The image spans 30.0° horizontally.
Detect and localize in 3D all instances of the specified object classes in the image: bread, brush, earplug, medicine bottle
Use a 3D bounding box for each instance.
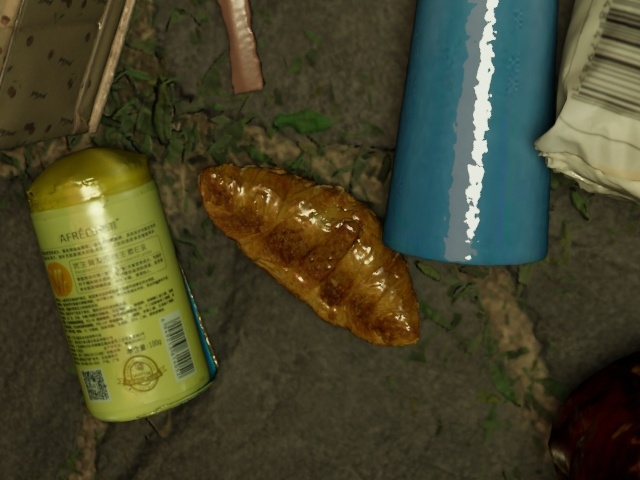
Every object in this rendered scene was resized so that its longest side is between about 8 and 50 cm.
[{"bbox_3d":[0.000,0.000,1.023,0.233,0.076,0.105,36,123,-1],"label":"bread"},{"bbox_3d":[-0.088,-0.269,0.994,0.084,0.071,0.301,-4,107,15],"label":"brush"},{"bbox_3d":[0.125,-0.126,0.930,0.132,0.132,0.273,8,102,16],"label":"earplug"},{"bbox_3d":[-0.182,0.034,1.069,0.124,0.124,0.239,-12,99,20],"label":"medicine bottle"}]

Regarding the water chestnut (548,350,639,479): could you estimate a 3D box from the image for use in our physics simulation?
[{"bbox_3d":[0.304,0.208,0.892,0.289,0.289,0.244,39,144,5],"label":"water chestnut"}]

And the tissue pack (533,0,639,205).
[{"bbox_3d":[0.335,-0.172,0.783,0.390,0.195,0.375,27,107,37],"label":"tissue pack"}]

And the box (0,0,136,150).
[{"bbox_3d":[-0.327,-0.234,1.010,0.297,0.190,0.225,24,108,10],"label":"box"}]
